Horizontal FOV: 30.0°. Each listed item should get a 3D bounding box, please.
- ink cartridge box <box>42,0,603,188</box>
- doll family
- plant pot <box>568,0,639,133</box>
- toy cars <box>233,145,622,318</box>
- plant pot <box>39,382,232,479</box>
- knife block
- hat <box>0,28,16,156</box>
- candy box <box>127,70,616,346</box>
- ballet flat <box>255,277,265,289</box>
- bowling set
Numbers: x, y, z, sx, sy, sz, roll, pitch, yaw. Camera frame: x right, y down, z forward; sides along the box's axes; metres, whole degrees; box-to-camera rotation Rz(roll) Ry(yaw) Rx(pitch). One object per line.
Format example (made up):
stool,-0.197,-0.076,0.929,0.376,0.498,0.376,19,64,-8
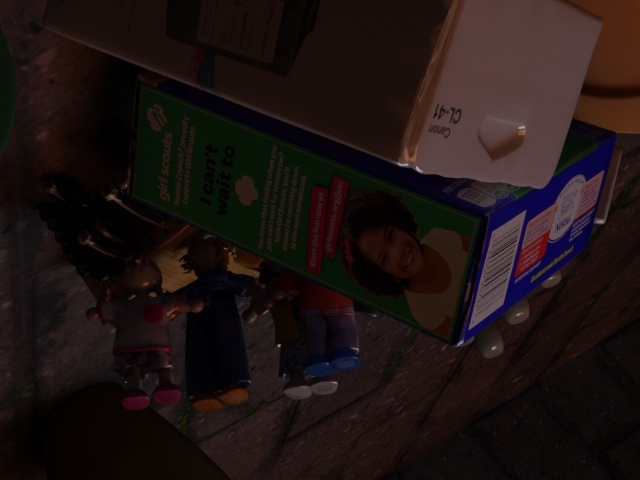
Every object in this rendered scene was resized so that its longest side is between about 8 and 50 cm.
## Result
ink cartridge box,0.003,-0.148,0.811,0.226,0.306,0.131,0,110,-58
doll family,-0.069,0.064,1.074,0.263,0.163,0.118,-11,154,9
plant pot,0.291,-0.274,1.107,0.291,0.291,0.203,-40,139,7
toy cars,0.106,-0.032,1.204,0.394,0.176,0.087,-25,176,-3
plant pot,-0.232,0.311,1.472,0.237,0.254,0.237,-32,157,-15
knife block,-0.138,-0.031,1.149,0.276,0.088,0.242,-20,153,-37
hat,-0.320,-0.100,0.813,0.173,0.184,0.208,-33,118,-30
candy box,0.045,-0.062,0.995,0.268,0.317,0.122,-28,133,-53
ballet flat,0.000,0.000,1.451,0.232,0.073,0.080,-32,159,-14
bowling set,0.237,0.070,1.923,0.200,0.154,0.287,-2,145,-27
